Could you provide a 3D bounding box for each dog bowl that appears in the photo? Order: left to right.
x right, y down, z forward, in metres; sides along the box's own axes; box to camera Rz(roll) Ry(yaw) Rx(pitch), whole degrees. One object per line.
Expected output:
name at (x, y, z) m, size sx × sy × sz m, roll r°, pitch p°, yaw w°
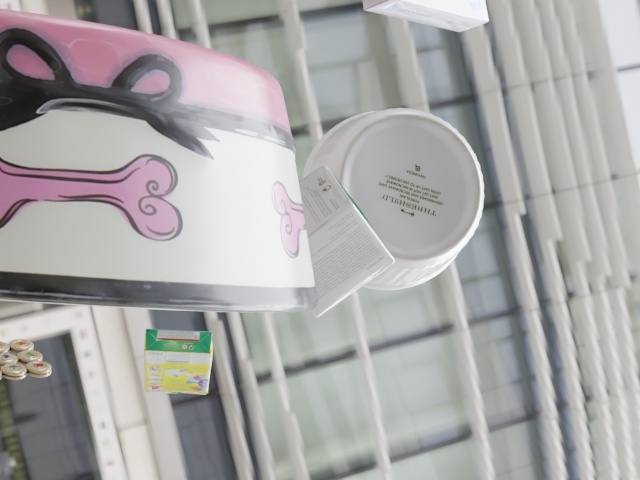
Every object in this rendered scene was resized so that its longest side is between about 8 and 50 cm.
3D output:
dog bowl at (-0.199, -0.044, 0.750) m, size 0.408 × 0.408 × 0.150 m, roll -179°, pitch -86°, yaw -67°

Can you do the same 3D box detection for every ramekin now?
ramekin at (0.111, -0.068, 1.697) m, size 0.127 × 0.273 × 0.272 m, roll 149°, pitch -73°, yaw -73°

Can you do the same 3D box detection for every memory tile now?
memory tile at (-0.474, 0.173, 1.706) m, size 0.113 × 0.148 × 0.012 m, roll 35°, pitch -59°, yaw 50°

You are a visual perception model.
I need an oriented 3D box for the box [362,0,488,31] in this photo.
box at (0.079, -0.283, 1.023) m, size 0.038 × 0.145 × 0.186 m, roll -12°, pitch -97°, yaw 39°

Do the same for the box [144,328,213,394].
box at (-0.225, 0.197, 1.857) m, size 0.179 × 0.105 × 0.043 m, roll 104°, pitch -12°, yaw -57°

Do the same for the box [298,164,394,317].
box at (0.000, 0.000, 1.175) m, size 0.087 × 0.102 × 0.101 m, roll 53°, pitch 3°, yaw -31°
